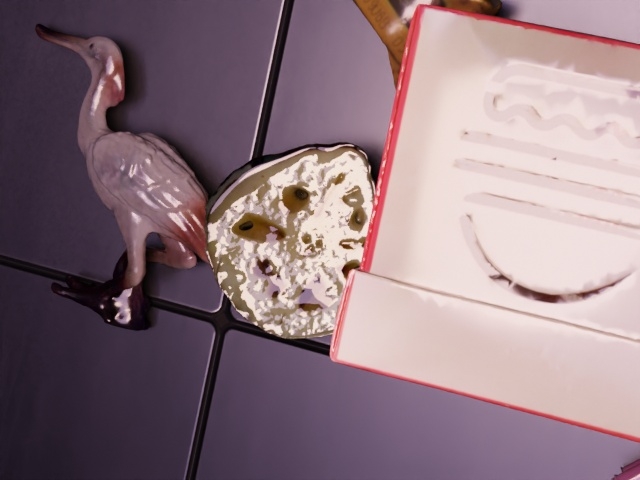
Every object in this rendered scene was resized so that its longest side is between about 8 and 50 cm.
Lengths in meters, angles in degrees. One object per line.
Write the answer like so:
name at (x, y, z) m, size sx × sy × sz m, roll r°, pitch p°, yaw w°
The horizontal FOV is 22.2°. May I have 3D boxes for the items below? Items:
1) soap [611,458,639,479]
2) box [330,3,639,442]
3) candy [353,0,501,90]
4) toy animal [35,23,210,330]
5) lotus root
soap at (0.380, 0.214, 1.457) m, size 0.203 × 0.065 × 0.122 m, roll -32°, pitch 83°, yaw 18°
box at (0.222, -0.017, 1.369) m, size 0.314 × 0.312 × 0.300 m, roll 14°, pitch 96°, yaw 17°
candy at (0.054, -0.281, 1.524) m, size 0.143 × 0.101 × 0.271 m, roll -40°, pitch 74°, yaw 23°
toy animal at (-0.192, -0.069, 1.621) m, size 0.195 × 0.090 × 0.324 m, roll -6°, pitch 92°, yaw 25°
lotus root at (-0.004, 0.001, 1.567) m, size 0.204 × 0.078 × 0.183 m, roll -5°, pitch 89°, yaw 12°
